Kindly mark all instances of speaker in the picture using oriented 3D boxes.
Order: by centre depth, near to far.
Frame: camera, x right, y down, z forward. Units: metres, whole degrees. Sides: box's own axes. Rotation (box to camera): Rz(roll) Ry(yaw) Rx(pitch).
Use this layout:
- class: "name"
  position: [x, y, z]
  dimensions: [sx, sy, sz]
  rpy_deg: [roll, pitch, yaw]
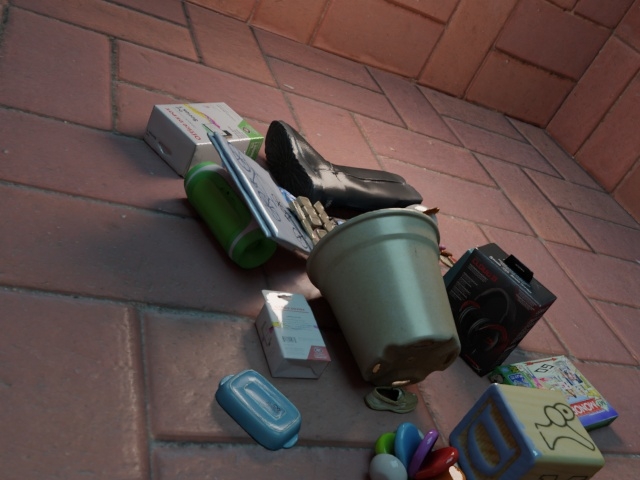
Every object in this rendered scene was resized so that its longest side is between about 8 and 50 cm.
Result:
- class: "speaker"
  position: [-0.229, -0.068, 1.624]
  dimensions: [0.131, 0.131, 0.296]
  rpy_deg: [-4, 44, -44]

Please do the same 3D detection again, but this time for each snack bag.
- class: "snack bag"
  position: [-0.133, -0.098, 1.628]
  dimensions: [0.323, 0.037, 0.342]
  rpy_deg: [57, 9, 19]

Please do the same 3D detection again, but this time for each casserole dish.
- class: "casserole dish"
  position: [-0.112, 0.314, 1.237]
  dimensions: [0.188, 0.037, 0.114]
  rpy_deg: [40, 32, 16]

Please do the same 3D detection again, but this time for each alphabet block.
- class: "alphabet block"
  position: [0.420, 0.432, 1.348]
  dimensions: [0.197, 0.193, 0.192]
  rpy_deg: [13, 35, -26]

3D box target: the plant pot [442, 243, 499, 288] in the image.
- class: "plant pot"
  position: [0.487, 0.157, 1.862]
  dimensions: [0.165, 0.166, 0.234]
  rpy_deg: [-7, 54, -46]

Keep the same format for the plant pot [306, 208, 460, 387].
- class: "plant pot"
  position: [0.161, 0.149, 1.477]
  dimensions: [0.333, 0.334, 0.306]
  rpy_deg: [9, 46, -30]

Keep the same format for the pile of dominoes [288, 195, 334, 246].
- class: "pile of dominoes"
  position: [0.000, 0.000, 1.736]
  dimensions: [0.251, 0.040, 0.196]
  rpy_deg: [62, 20, 13]

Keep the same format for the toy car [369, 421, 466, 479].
- class: "toy car"
  position: [0.193, 0.420, 1.230]
  dimensions: [0.182, 0.136, 0.159]
  rpy_deg: [39, 32, 16]

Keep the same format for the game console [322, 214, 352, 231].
- class: "game console"
  position: [0.172, 0.001, 1.939]
  dimensions: [0.361, 0.044, 0.213]
  rpy_deg: [10, 35, -28]

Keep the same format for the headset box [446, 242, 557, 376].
- class: "headset box"
  position: [0.436, 0.164, 1.664]
  dimensions: [0.110, 0.293, 0.218]
  rpy_deg: [-11, 49, -48]

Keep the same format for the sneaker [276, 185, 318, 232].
- class: "sneaker"
  position: [-0.104, -0.088, 1.817]
  dimensions: [0.209, 0.069, 0.082]
  rpy_deg: [30, 34, 2]

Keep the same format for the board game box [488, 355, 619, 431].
- class: "board game box"
  position: [0.608, 0.406, 1.690]
  dimensions: [0.317, 0.046, 0.213]
  rpy_deg: [1, 39, -39]

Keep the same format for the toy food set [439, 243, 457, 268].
- class: "toy food set"
  position: [0.395, 0.040, 2.088]
  dimensions: [0.122, 0.019, 0.078]
  rpy_deg: [41, 32, 19]

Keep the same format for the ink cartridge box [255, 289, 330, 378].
- class: "ink cartridge box"
  position: [-0.068, 0.201, 1.412]
  dimensions: [0.115, 0.067, 0.198]
  rpy_deg: [10, 37, -30]

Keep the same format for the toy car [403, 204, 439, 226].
- class: "toy car"
  position: [0.232, -0.019, 1.773]
  dimensions: [0.210, 0.238, 0.219]
  rpy_deg: [-14, 60, -33]

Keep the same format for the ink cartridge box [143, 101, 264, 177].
- class: "ink cartridge box"
  position: [-0.337, -0.299, 1.891]
  dimensions: [0.201, 0.117, 0.278]
  rpy_deg: [42, 33, 22]

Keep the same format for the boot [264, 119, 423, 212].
- class: "boot"
  position: [0.074, -0.220, 2.085]
  dimensions: [0.445, 0.146, 0.367]
  rpy_deg: [0, 49, -36]

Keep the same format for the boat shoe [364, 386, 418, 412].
- class: "boat shoe"
  position: [0.163, 0.342, 1.413]
  dimensions: [0.135, 0.045, 0.050]
  rpy_deg: [8, 36, -32]
